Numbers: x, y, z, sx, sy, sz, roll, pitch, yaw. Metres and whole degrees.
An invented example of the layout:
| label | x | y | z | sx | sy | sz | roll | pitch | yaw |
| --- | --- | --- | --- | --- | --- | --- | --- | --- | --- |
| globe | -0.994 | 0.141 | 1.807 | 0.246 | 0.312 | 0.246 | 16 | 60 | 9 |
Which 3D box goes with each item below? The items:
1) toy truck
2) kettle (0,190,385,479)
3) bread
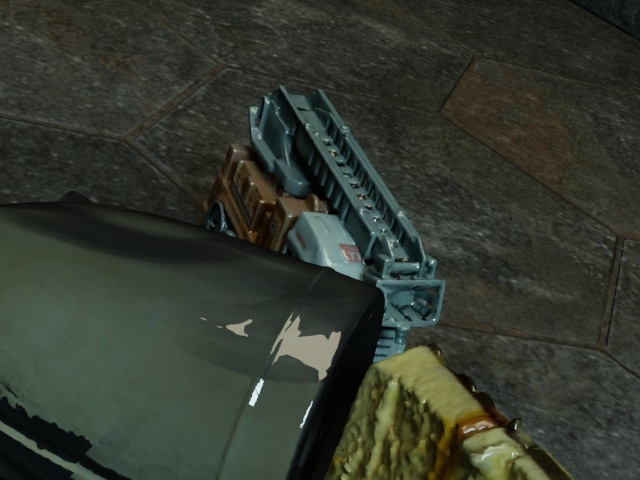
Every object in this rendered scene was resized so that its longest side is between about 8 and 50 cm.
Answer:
| label | x | y | z | sx | sy | sz | roll | pitch | yaw |
| --- | --- | --- | --- | --- | --- | --- | --- | --- | --- |
| toy truck | 0.000 | 0.000 | 1.264 | 0.133 | 0.184 | 0.338 | 7 | 29 | -24 |
| kettle | -0.160 | 0.115 | 0.943 | 0.324 | 0.228 | 0.321 | 21 | 57 | 11 |
| bread | 0.117 | 0.212 | 0.833 | 0.198 | 0.236 | 0.263 | 8 | 15 | -23 |
